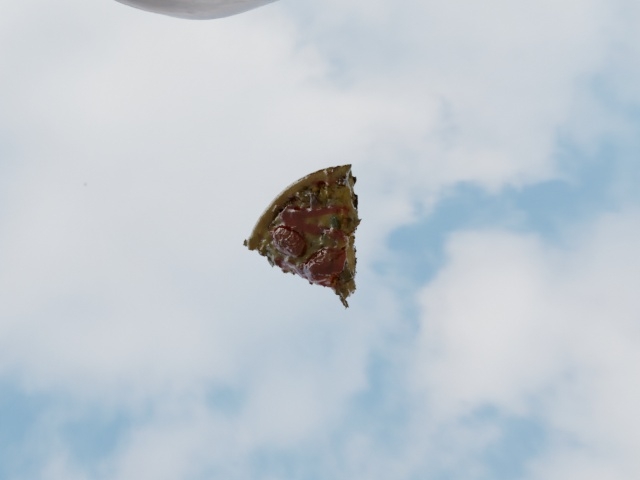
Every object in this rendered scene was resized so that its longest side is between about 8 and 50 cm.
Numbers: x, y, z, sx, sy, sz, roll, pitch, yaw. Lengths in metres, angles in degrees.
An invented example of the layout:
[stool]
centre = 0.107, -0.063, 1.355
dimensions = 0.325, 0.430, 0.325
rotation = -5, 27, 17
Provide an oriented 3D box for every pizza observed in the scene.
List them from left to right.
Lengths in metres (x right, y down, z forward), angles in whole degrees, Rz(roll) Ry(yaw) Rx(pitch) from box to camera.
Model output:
[pizza]
centre = -0.004, -0.015, 1.232
dimensions = 0.100, 0.029, 0.099
rotation = 29, -74, 22

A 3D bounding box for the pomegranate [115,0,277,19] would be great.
[pomegranate]
centre = -0.083, -0.390, 1.361
dimensions = 0.411, 0.411, 0.411
rotation = 0, -88, -8
